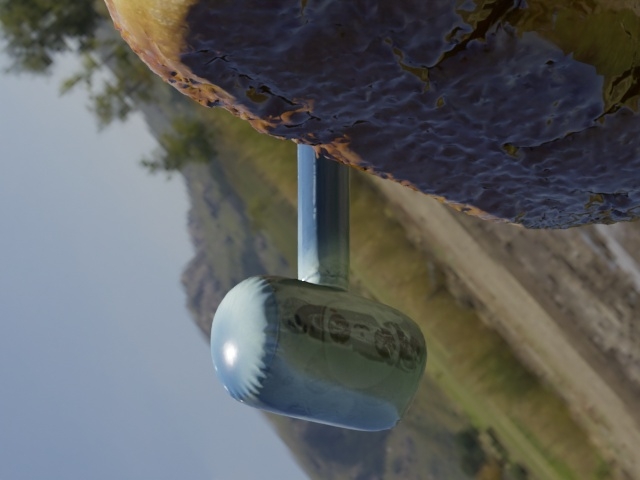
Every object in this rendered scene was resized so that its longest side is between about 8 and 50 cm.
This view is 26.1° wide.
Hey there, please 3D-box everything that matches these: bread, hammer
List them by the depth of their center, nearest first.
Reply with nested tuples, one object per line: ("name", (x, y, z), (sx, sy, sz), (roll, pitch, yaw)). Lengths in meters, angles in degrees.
("bread", (0.069, -0.069, 0.501), (0.344, 0.124, 0.084), (18, -122, -39))
("hammer", (0.000, 0.000, 0.730), (0.116, 0.069, 0.194), (16, -116, -34))
